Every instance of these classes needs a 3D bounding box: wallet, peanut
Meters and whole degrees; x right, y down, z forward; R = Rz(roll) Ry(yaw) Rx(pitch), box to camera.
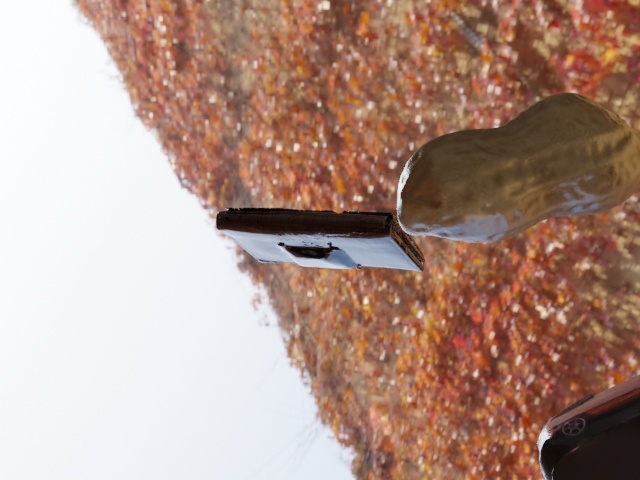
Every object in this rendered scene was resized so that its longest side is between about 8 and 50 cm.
[{"bbox_3d":[0.000,0.000,1.177,0.230,0.124,0.042,0,-115,27],"label":"wallet"},{"bbox_3d":[0.186,-0.069,0.915,0.257,0.123,0.123,-13,-128,-21],"label":"peanut"}]

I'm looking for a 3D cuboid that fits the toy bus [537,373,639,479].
[{"bbox_3d":[0.453,0.264,1.393,0.303,0.147,0.127,-27,-84,10],"label":"toy bus"}]
